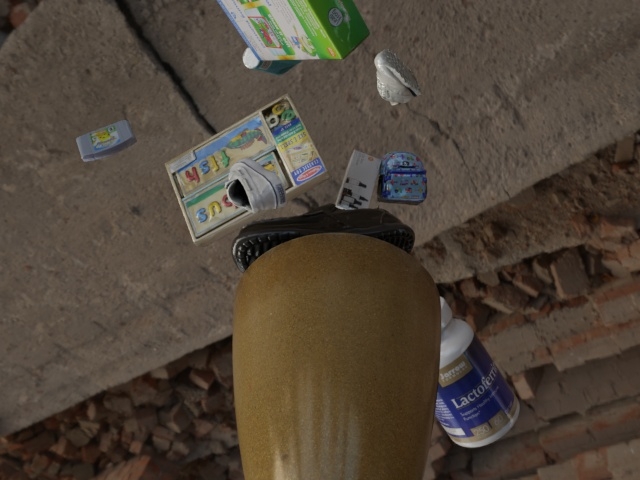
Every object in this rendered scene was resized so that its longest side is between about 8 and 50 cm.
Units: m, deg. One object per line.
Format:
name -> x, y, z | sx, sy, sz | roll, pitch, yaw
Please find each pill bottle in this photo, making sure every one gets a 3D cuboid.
pill bottle -> 0.251, 0.247, 1.032 | 0.153, 0.153, 0.265 | -31, 99, 25

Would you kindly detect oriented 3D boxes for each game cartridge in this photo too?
game cartridge -> -0.323, -0.150, 0.812 | 0.083, 0.056, 0.017 | -25, 147, -12

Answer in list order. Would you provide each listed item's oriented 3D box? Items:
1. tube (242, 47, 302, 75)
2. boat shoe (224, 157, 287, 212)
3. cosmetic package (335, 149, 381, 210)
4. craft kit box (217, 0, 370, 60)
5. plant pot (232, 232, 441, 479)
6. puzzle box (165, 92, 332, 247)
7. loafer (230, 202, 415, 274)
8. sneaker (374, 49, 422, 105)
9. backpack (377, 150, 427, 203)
tube -> -0.124, -0.463, 1.405 | 0.080, 0.207, 0.052 | -20, 89, 27
boat shoe -> -0.156, -0.112, 1.111 | 0.084, 0.258, 0.095 | -23, 109, -20
cosmetic package -> 0.116, -0.168, 1.672 | 0.098, 0.239, 0.060 | 21, 146, -5
craft kit box -> -0.082, -0.337, 0.651 | 0.061, 0.246, 0.250 | -43, 123, -8
plant pot -> 0.013, 0.164, 0.523 | 0.237, 0.254, 0.237 | 2, 130, 2
puzzle box -> -0.204, -0.189, 1.456 | 0.408, 0.052, 0.272 | -29, 70, 7
loafer -> 0.000, 0.000, 0.636 | 0.220, 0.078, 0.080 | -2, 127, -22
sneaker -> 0.184, -0.406, 1.378 | 0.094, 0.235, 0.090 | -21, 72, 25
backpack -> 0.263, -0.206, 1.707 | 0.158, 0.117, 0.173 | 5, 85, -4
